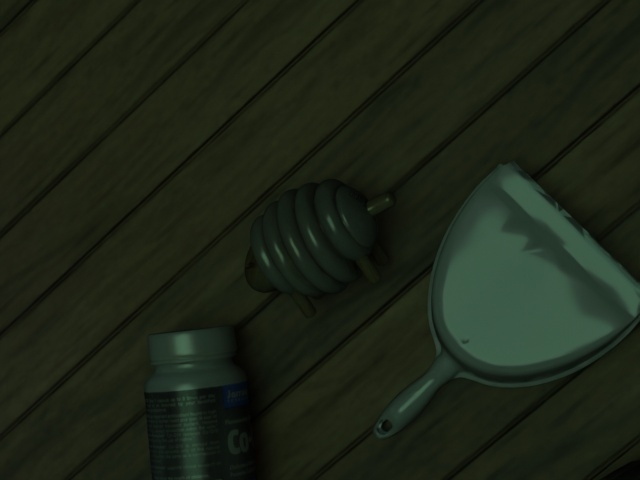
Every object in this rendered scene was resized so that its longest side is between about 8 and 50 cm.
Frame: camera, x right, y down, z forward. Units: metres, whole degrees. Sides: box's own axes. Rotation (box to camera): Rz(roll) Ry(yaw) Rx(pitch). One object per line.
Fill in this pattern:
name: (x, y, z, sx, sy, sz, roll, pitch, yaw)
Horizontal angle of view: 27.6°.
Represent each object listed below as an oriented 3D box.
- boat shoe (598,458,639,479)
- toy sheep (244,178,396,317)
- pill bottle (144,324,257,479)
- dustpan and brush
boat shoe: (0.182, 0.263, 0.874, 0.355, 0.132, 0.130, -42, 88, 20)
toy sheep: (0.000, 0.000, 0.939, 0.132, 0.091, 0.091, -30, 82, 19)
pill bottle: (-0.090, 0.134, 0.965, 0.078, 0.078, 0.137, -6, 88, 16)
dustpan and brush: (0.110, 0.067, 0.927, 0.211, 0.060, 0.147, -45, 77, 4)
